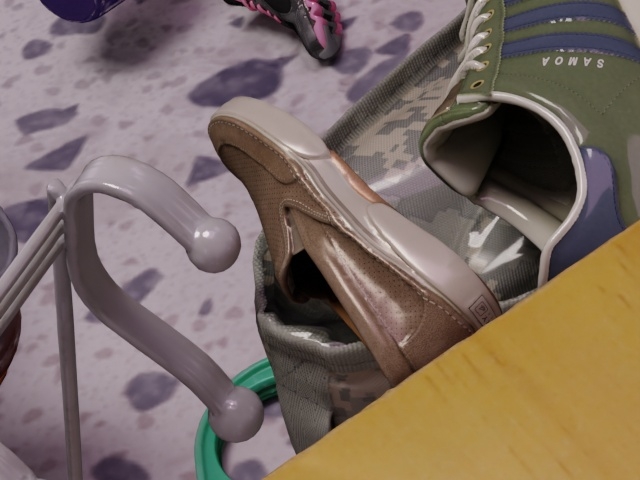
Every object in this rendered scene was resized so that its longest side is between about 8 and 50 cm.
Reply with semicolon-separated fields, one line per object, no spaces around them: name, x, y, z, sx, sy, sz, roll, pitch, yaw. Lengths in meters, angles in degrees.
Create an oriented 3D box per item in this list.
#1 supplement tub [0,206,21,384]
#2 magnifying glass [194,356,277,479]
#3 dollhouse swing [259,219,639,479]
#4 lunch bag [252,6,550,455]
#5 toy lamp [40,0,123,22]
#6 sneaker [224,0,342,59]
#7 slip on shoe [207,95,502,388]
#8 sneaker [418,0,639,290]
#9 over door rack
supplement tub;-0.199;0.058;0.779;0.106;0.198;0.106;17;43;-17
magnifying glass;-0.033;0.140;0.784;0.092;0.026;0.231;5;48;21
dollhouse swing;0.152;0.207;0.459;0.347;0.315;0.305;-34;43;-18
lunch bag;0.100;0.033;0.699;0.169;0.235;0.287;25;57;32
toy lamp;-0.100;-0.240;1.109;0.080;0.080;0.274;8;46;23
sneaker;-0.030;-0.153;1.058;0.057;0.047;0.119;-33;67;12
slip on shoe;0.000;0.000;0.559;0.041;0.051;0.135;-43;56;-10
sneaker;0.068;-0.053;0.574;0.086;0.064;0.192;-19;49;-14
over door rack;-0.128;0.142;0.634;0.108;0.324;0.239;32;58;1
